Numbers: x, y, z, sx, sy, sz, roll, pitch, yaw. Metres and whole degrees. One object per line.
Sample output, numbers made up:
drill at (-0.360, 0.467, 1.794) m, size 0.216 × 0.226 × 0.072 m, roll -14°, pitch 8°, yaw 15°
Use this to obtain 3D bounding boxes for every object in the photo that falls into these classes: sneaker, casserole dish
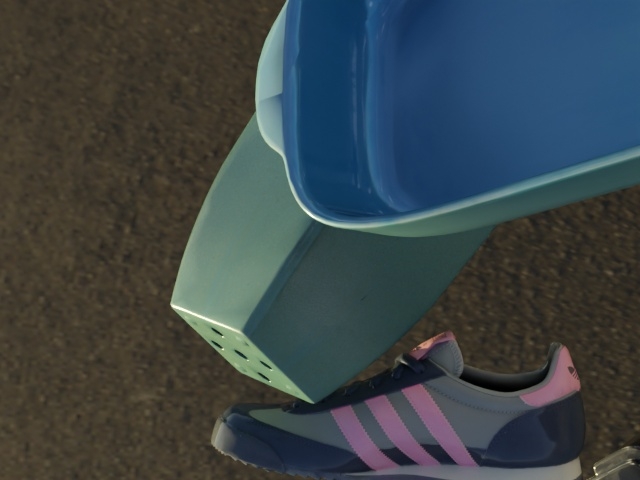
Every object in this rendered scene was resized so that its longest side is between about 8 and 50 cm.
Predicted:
sneaker at (0.067, 0.137, 1.150) m, size 0.319 × 0.112 × 0.131 m, roll 3°, pitch 98°, yaw 0°
casserole dish at (0.068, -0.060, 0.335) m, size 0.188 × 0.037 × 0.114 m, roll -18°, pitch 58°, yaw 32°

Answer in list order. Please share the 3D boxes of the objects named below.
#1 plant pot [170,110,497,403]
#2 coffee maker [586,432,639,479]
plant pot at (0.000, 0.000, 1.097) m, size 0.165 × 0.165 × 0.234 m, roll 17°, pitch 66°, yaw 48°
coffee maker at (0.366, 0.223, 1.371) m, size 0.120 × 0.178 × 0.171 m, roll 36°, pitch 126°, yaw 25°
